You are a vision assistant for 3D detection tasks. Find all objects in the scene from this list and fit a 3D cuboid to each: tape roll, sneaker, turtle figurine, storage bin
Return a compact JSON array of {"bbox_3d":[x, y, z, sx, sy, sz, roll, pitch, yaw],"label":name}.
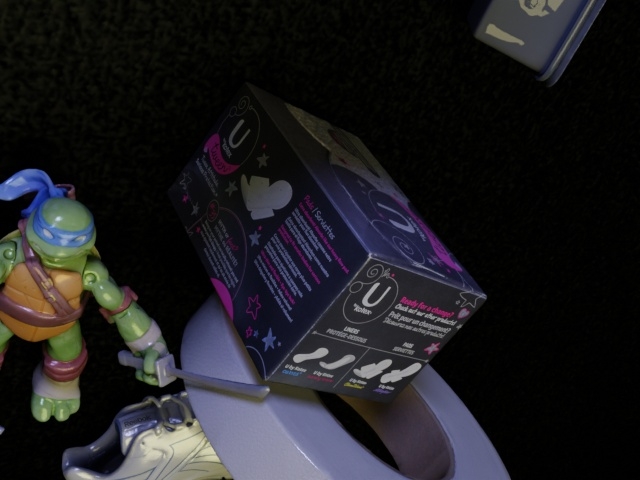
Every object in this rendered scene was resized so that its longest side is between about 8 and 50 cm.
[{"bbox_3d":[0.036,0.179,0.890,0.392,0.392,0.072,24,113,-45],"label":"tape roll"},{"bbox_3d":[-0.158,0.223,1.024,0.297,0.111,0.129,-34,134,-1],"label":"sneaker"},{"bbox_3d":[-0.236,0.108,0.753,0.198,0.274,0.266,-30,167,-40],"label":"turtle figurine"},{"bbox_3d":[0.201,-0.230,0.834,0.091,0.098,0.135,21,120,-12],"label":"storage bin"}]

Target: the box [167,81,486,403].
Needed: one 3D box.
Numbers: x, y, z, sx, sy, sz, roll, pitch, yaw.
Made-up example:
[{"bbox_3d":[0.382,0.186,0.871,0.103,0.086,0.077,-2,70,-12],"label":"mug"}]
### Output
[{"bbox_3d":[0.000,0.000,0.795,0.163,0.247,0.142,19,118,-43],"label":"box"}]
